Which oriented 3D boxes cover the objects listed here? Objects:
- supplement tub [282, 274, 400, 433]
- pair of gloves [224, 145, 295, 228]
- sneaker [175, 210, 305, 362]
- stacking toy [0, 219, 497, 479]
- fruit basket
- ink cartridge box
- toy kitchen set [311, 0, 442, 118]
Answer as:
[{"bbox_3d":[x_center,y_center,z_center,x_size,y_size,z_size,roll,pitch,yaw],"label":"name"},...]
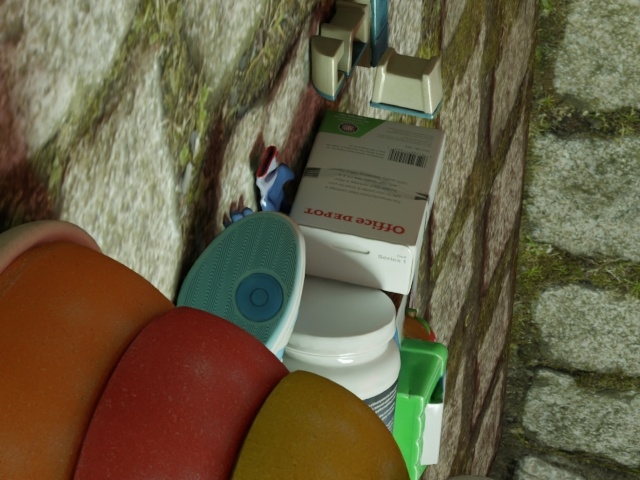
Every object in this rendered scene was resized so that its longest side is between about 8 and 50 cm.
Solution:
[{"bbox_3d":[-0.003,0.198,1.879,0.191,0.191,0.272,-49,147,-61],"label":"supplement tub"},{"bbox_3d":[-0.074,-0.016,1.778,0.159,0.023,0.198,80,27,-59],"label":"pair of gloves"},{"bbox_3d":[-0.080,0.121,1.679,0.319,0.127,0.208,-68,164,4],"label":"sneaker"},{"bbox_3d":[-0.055,0.198,1.134,0.350,0.480,0.350,13,90,-75],"label":"stacking toy"},{"bbox_3d":[0.142,0.206,2.486,0.353,0.166,0.327,-63,160,-52],"label":"fruit basket"},{"bbox_3d":[0.057,-0.050,1.911,0.092,0.160,0.219,94,11,-46],"label":"ink cartridge box"},{"bbox_3d":[0.091,-0.226,1.922,0.207,0.166,0.122,-62,158,-44],"label":"toy kitchen set"}]
